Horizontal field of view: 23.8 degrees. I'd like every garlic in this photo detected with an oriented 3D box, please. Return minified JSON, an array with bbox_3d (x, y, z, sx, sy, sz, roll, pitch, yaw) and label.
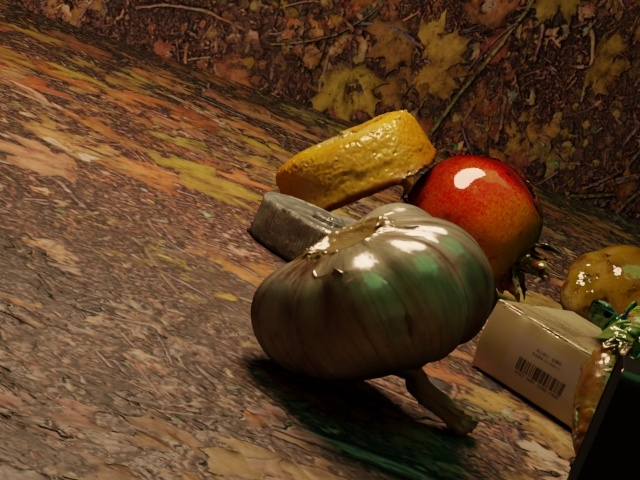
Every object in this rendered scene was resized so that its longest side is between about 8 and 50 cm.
[{"bbox_3d":[0.081,0.097,1.527,0.253,0.245,0.245,61,4,-13],"label":"garlic"}]

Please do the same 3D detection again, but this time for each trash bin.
[{"bbox_3d":[0.369,0.224,1.467,0.225,0.165,0.115,22,11,6],"label":"trash bin"}]

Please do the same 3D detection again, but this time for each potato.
[{"bbox_3d":[0.551,0.114,2.369,0.369,0.176,0.195,21,-29,-9],"label":"potato"}]

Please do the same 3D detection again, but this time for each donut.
[{"bbox_3d":[0.049,-0.103,2.249,0.118,0.253,0.253,63,8,-7],"label":"donut"}]

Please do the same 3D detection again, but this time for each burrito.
[{"bbox_3d":[0.370,0.104,1.818,0.104,0.054,0.288,25,12,15],"label":"burrito"}]

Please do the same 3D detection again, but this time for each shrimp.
[{"bbox_3d":[0.331,0.186,1.617,0.132,0.187,0.051,8,-30,-6],"label":"shrimp"}]

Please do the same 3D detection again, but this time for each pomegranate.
[{"bbox_3d":[0.232,-0.017,2.230,0.235,0.210,0.210,45,18,20],"label":"pomegranate"}]

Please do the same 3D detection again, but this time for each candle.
[{"bbox_3d":[0.000,0.000,2.023,0.192,0.068,0.168,18,13,-5],"label":"candle"}]

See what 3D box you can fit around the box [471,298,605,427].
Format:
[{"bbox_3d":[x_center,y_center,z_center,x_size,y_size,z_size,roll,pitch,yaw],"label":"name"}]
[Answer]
[{"bbox_3d":[0.316,0.161,1.826,0.168,0.095,0.212,13,14,-46],"label":"box"}]
